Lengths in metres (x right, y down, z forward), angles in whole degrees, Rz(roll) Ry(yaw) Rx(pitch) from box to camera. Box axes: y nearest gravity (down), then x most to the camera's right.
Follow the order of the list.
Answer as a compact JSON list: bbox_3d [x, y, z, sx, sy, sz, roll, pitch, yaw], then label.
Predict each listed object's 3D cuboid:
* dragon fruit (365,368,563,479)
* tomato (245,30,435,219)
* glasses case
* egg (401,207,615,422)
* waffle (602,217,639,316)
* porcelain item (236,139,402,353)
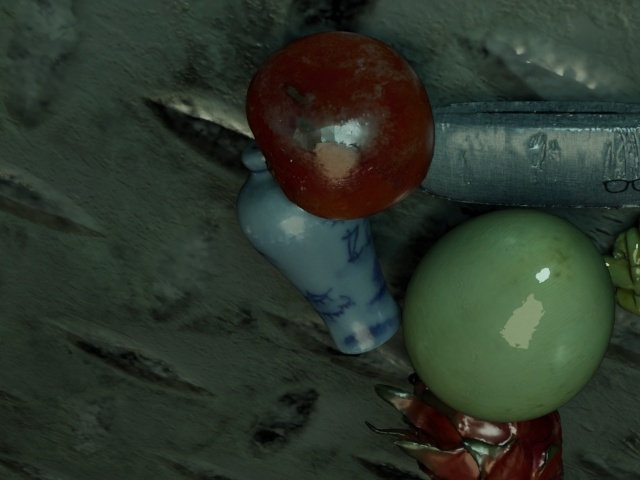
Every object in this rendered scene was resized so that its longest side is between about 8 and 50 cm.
[{"bbox_3d":[0.197,0.244,1.206,0.274,0.192,0.193,37,106,-1],"label":"dragon fruit"},{"bbox_3d":[0.020,-0.112,0.885,0.173,0.099,0.189,-24,93,7],"label":"tomato"},{"bbox_3d":[0.225,-0.086,0.937,0.282,0.067,0.109,2,133,13],"label":"glasses case"},{"bbox_3d":[0.200,0.075,0.985,0.218,0.218,0.295,17,156,-1],"label":"egg"},{"bbox_3d":[0.466,0.041,0.982,0.292,0.056,0.309,30,143,-10],"label":"waffle"},{"bbox_3d":[0.000,0.000,1.025,0.141,0.141,0.259,-16,114,30],"label":"porcelain item"}]
